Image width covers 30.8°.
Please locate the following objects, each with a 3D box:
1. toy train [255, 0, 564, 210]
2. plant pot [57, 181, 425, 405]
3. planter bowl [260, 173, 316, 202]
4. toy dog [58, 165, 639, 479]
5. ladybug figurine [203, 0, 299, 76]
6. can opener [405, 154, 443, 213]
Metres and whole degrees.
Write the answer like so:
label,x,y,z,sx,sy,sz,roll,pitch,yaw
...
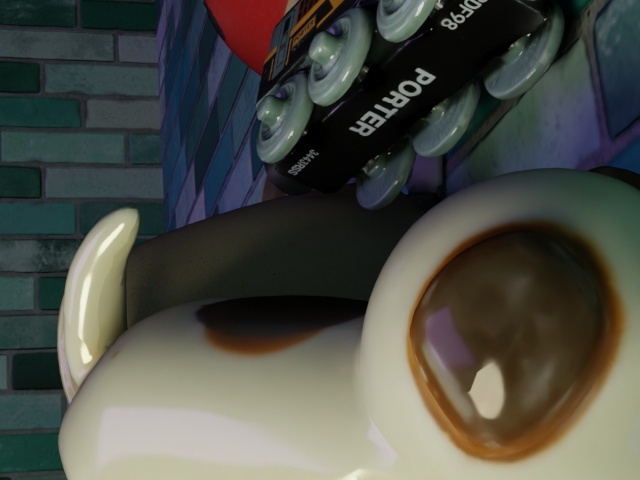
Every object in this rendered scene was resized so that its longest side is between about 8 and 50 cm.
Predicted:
label,x,y,z,sx,sy,sz,roll,pitch,yaw
toy train,0.061,-0.161,0.882,0.334,0.142,0.190,-39,35,49
plant pot,-0.067,0.079,0.967,0.256,0.274,0.257,4,95,55
planter bowl,0.000,0.000,1.264,0.162,0.109,0.162,-179,90,-75
toy dog,0.052,0.110,0.694,0.408,0.284,0.395,-31,77,35
ladybug figurine,-0.023,-0.347,1.167,0.305,0.161,0.449,-87,9,-51
can opener,0.081,-0.022,1.070,0.093,0.074,0.280,5,-94,-70
